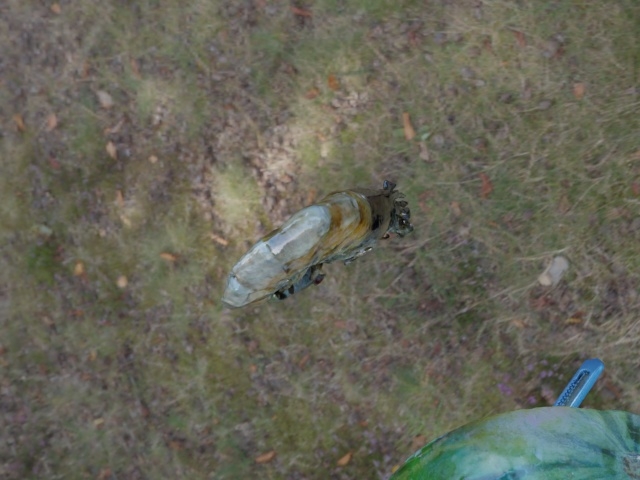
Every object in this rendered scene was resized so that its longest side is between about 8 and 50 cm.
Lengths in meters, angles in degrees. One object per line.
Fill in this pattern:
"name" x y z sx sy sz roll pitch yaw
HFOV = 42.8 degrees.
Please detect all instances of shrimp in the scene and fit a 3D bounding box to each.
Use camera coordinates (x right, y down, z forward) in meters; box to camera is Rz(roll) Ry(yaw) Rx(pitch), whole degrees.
"shrimp" 0.000 0.000 0.427 0.091 0.161 0.034 -38 80 27

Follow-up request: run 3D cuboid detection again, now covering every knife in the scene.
"knife" 0.268 0.261 1.027 0.026 0.296 0.044 45 163 -17

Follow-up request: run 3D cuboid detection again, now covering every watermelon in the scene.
"watermelon" 0.132 0.200 0.515 0.231 0.146 0.128 -39 109 21
